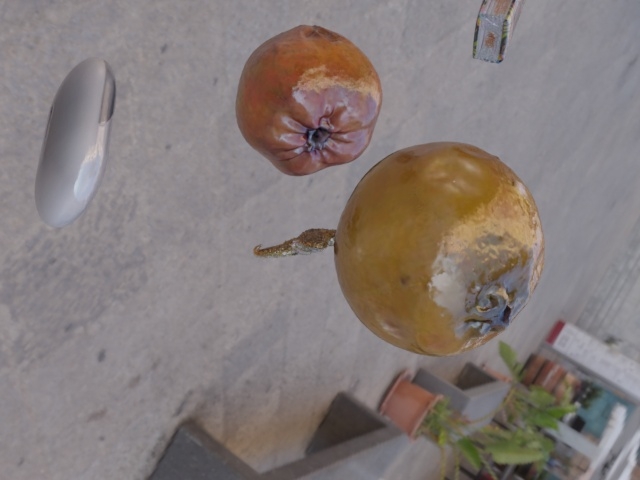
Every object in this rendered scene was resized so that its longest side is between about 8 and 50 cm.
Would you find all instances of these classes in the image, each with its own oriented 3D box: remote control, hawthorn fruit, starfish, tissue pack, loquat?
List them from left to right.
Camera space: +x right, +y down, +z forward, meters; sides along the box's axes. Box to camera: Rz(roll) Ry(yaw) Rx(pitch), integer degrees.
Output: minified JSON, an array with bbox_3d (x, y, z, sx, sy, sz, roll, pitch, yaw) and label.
[{"bbox_3d":[-0.436,-0.178,1.374,0.104,0.332,0.221,19,147,-34],"label":"remote control"},{"bbox_3d":[-0.035,-0.444,2.333,0.472,0.472,0.471,-44,152,-31],"label":"hawthorn fruit"},{"bbox_3d":[0.000,-0.001,1.384,0.227,0.241,0.043,-91,177,-82],"label":"starfish"},{"bbox_3d":[0.179,0.013,1.158,0.328,0.328,0.328,-44,152,-31],"label":"loquat"},{"bbox_3d":[0.298,-0.382,1.263,0.108,0.060,0.148,75,36,-62],"label":"tissue pack"}]
